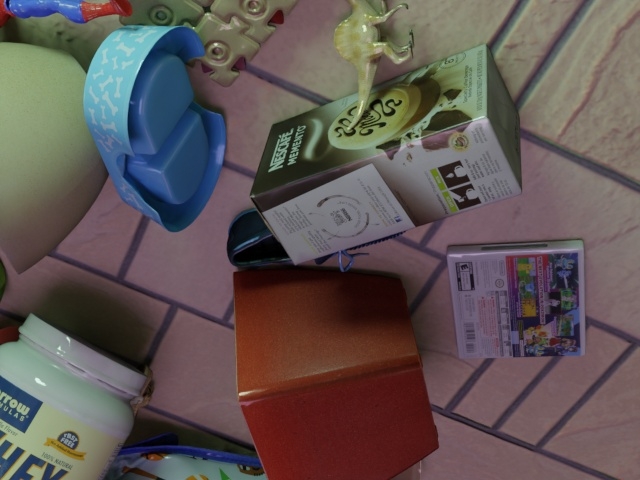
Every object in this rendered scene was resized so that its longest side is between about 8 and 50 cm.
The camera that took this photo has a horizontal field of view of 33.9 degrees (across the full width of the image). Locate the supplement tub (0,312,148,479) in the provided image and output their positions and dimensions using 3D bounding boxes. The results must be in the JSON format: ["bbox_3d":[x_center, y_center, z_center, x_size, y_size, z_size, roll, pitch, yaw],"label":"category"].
[{"bbox_3d":[-0.419,0.293,1.529,0.235,0.324,0.235,28,171,5],"label":"supplement tub"}]

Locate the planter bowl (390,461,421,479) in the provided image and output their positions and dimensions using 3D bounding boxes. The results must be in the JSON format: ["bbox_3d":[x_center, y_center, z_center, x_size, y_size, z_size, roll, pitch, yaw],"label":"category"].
[{"bbox_3d":[0.071,0.375,1.668,0.109,0.162,0.162,7,135,38],"label":"planter bowl"}]

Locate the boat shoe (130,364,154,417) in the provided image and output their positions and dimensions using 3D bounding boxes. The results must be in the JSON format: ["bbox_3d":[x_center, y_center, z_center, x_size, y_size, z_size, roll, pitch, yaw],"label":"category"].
[{"bbox_3d":[-0.290,0.243,1.678,0.045,0.050,0.135,24,138,-15],"label":"boat shoe"}]

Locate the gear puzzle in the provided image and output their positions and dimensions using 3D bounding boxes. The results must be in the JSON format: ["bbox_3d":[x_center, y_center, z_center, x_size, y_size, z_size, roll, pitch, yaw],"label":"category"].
[{"bbox_3d":[-0.083,-0.332,1.182,0.175,0.044,0.339,30,128,-22],"label":"gear puzzle"}]

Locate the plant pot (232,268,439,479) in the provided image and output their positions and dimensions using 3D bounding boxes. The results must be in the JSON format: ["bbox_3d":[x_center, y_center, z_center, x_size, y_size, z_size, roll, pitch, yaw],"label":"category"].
[{"bbox_3d":[0.027,0.194,1.467,0.236,0.267,0.267,-13,126,3],"label":"plant pot"}]

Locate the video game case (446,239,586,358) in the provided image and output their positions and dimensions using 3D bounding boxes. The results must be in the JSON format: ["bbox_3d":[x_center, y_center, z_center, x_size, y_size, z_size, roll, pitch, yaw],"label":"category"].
[{"bbox_3d":[0.277,0.086,1.474,0.183,0.023,0.201,-3,127,12],"label":"video game case"}]

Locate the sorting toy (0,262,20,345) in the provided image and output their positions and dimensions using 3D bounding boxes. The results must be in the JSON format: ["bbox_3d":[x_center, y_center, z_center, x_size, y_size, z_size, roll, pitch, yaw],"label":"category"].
[{"bbox_3d":[-0.551,0.078,1.570,0.126,0.127,0.365,15,134,35],"label":"sorting toy"}]

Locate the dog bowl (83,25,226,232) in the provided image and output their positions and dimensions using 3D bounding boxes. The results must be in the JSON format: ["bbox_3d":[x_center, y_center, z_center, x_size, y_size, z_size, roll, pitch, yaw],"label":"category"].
[{"bbox_3d":[-0.197,-0.136,1.260,0.074,0.166,0.297,19,151,18],"label":"dog bowl"}]

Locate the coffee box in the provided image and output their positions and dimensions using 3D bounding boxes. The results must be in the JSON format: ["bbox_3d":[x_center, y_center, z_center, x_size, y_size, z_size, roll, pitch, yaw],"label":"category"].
[{"bbox_3d":[0.081,-0.101,1.260,0.297,0.168,0.119,-18,124,21],"label":"coffee box"}]

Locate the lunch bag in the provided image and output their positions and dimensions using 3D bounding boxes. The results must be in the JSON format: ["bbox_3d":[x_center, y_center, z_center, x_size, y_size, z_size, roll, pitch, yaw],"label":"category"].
[{"bbox_3d":[-0.240,0.502,1.759,0.386,0.239,0.327,11,132,-9],"label":"lunch bag"}]

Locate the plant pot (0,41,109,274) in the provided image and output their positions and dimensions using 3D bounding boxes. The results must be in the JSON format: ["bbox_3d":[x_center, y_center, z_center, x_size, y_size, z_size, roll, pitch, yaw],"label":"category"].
[{"bbox_3d":[-0.358,-0.128,1.276,0.191,0.284,0.284,-32,126,-14],"label":"plant pot"}]

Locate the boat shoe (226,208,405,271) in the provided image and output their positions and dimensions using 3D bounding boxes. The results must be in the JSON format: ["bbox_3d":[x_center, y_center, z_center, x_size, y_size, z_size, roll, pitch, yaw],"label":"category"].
[{"bbox_3d":[0.000,0.000,1.405,0.258,0.089,0.109,-15,125,20],"label":"boat shoe"}]

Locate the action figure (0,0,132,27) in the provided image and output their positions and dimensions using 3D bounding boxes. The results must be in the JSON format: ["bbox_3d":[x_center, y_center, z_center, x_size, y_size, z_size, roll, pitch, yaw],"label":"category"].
[{"bbox_3d":[-0.345,-0.305,1.192,0.280,0.091,0.139,-4,133,29],"label":"action figure"}]

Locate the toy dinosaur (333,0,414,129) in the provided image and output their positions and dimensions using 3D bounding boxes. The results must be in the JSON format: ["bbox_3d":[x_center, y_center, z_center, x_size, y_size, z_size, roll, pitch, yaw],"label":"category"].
[{"bbox_3d":[0.062,-0.225,1.225,0.093,0.053,0.183,-5,99,11],"label":"toy dinosaur"}]
